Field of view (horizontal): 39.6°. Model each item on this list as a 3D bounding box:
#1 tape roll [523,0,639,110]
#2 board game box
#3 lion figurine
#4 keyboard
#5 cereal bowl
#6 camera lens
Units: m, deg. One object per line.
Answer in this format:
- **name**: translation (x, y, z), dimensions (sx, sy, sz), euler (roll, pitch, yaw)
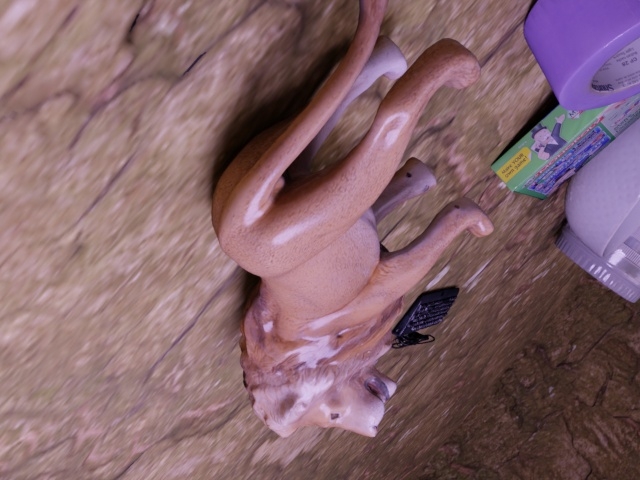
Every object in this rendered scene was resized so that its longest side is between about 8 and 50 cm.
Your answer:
- **tape roll**: translation (0.291, -0.204, 0.822), dimensions (0.189, 0.080, 0.189), euler (-20, 164, -6)
- **board game box**: translation (0.369, -0.176, 1.118), dimensions (0.317, 0.046, 0.213), euler (-43, 162, 17)
- **lion figurine**: translation (0.000, 0.000, 0.638), dimensions (0.240, 0.142, 0.392), euler (-39, 146, -7)
- **keyboard**: translation (0.164, 0.121, 1.327), dimensions (0.100, 0.038, 0.192), euler (-55, 159, 16)
- **cereal bowl**: translation (0.502, -0.144, 1.418), dimensions (0.339, 0.141, 0.339), euler (-43, 160, -20)
- **camera lens**: translation (0.629, -0.043, 1.765), dimensions (0.274, 0.219, 0.219), euler (-54, 161, 12)
